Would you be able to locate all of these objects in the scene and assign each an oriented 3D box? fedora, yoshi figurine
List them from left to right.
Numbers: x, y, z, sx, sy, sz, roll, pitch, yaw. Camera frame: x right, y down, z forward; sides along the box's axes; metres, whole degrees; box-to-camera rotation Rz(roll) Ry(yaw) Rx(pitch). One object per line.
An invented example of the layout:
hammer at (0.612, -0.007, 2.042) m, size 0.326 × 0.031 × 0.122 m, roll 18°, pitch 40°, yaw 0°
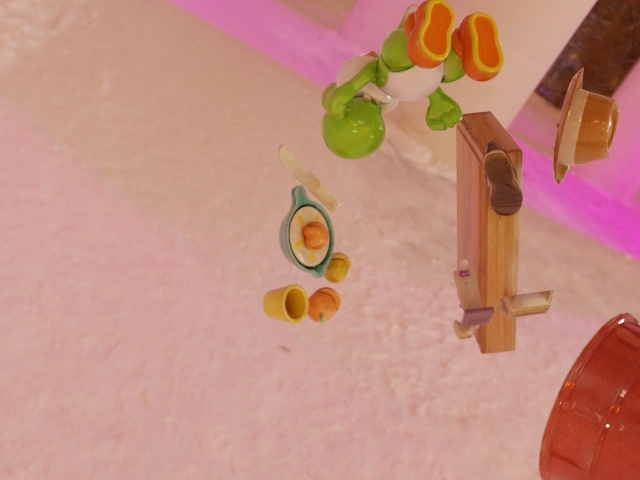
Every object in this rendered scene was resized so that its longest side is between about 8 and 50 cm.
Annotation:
yoshi figurine at (0.115, -0.232, 1.191) m, size 0.203 × 0.362 × 0.204 m, roll -42°, pitch 102°, yaw -29°
fedora at (0.421, -0.173, 1.156) m, size 0.079 × 0.194 × 0.194 m, roll 14°, pitch 15°, yaw 22°

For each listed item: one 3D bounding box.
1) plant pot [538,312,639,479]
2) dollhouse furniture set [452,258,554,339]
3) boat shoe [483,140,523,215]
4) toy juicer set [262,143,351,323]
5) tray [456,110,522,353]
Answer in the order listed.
plant pot at (0.477, 0.272, 0.967) m, size 0.265 × 0.272 × 0.272 m, roll 25°, pitch 13°, yaw 40°
dollhouse furniture set at (0.220, 0.064, 0.907) m, size 0.114 × 0.091 × 0.081 m, roll -8°, pitch 62°, yaw -1°
boat shoe at (0.296, -0.100, 1.188) m, size 0.152 × 0.056 × 0.049 m, roll 65°, pitch 25°, yaw -48°
toy juicer set at (0.000, 0.000, 1.376) m, size 0.089 × 0.329 × 0.209 m, roll -6°, pitch -16°, yaw 40°
tray at (0.310, -0.013, 1.385) m, size 0.076 × 0.411 × 0.203 m, roll -7°, pitch 29°, yaw 0°
